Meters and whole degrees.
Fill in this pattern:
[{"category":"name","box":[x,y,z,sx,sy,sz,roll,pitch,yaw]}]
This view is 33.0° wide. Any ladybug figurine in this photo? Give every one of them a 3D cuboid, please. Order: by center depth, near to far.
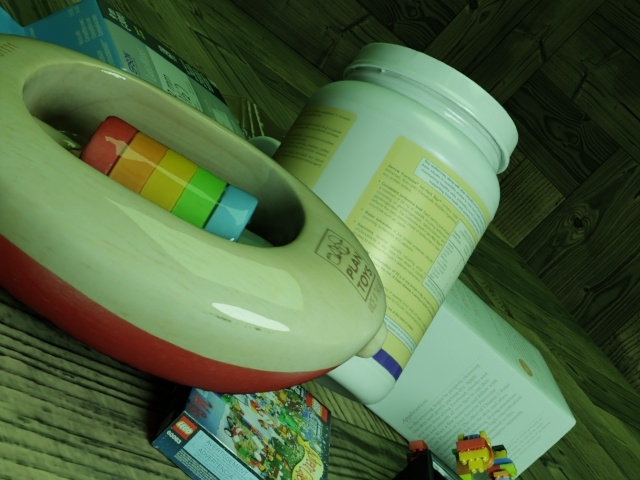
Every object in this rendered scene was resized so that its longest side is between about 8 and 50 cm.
[{"category":"ladybug figurine","box":[-0.150,-0.008,0.925,0.449,0.162,0.305,32,25,-1]}]

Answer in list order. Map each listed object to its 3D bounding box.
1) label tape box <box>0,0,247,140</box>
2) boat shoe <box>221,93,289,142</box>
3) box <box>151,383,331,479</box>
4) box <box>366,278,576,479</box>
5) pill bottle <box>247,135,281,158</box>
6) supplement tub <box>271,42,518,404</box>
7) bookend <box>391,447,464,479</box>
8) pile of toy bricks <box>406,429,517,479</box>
[{"category":"label tape box","box":[-0.265,-0.209,1.430,0.347,0.115,0.249,37,15,-36]},{"category":"boat shoe","box":[-0.108,-0.155,1.833,0.285,0.089,0.105,28,46,-43]},{"category":"box","box":[-0.063,0.172,1.003,0.159,0.044,0.233,42,13,-10]},{"category":"box","box":[0.141,0.144,1.436,0.345,0.168,0.215,41,14,-15]},{"category":"pill bottle","box":[-0.053,-0.091,1.708,0.108,0.108,0.193,50,15,25]},{"category":"supplement tub","box":[0.044,-0.019,1.165,0.241,0.331,0.241,31,-11,7]},{"category":"bookend","box":[0.142,0.318,1.110,0.156,0.072,0.157,43,14,-8]},{"category":"pile of toy bricks","box":[0.171,0.298,1.249,0.212,0.118,0.105,53,28,-59]}]
